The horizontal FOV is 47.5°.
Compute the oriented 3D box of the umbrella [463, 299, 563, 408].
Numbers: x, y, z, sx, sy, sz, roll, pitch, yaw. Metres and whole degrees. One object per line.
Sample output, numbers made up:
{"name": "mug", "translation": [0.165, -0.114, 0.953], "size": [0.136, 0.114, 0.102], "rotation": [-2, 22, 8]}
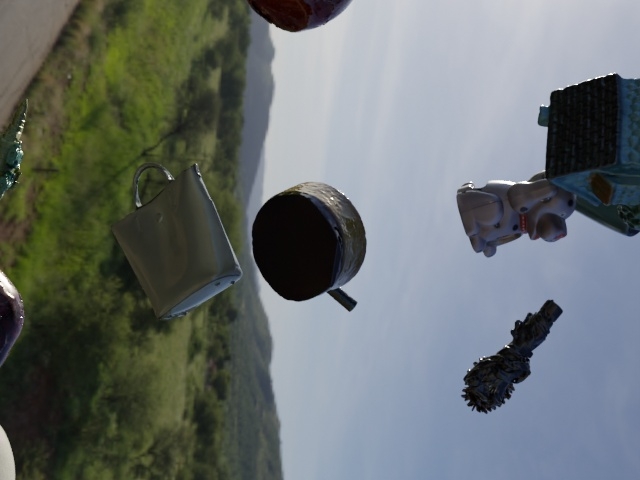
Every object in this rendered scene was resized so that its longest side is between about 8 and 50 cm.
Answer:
{"name": "umbrella", "translation": [0.359, 0.199, 1.311], "size": [0.224, 0.080, 0.071], "rotation": [-47, 175, -8]}

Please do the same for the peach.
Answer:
{"name": "peach", "translation": [-0.029, -0.479, 1.257], "size": [0.231, 0.230, 0.231], "rotation": [-177, -90, -83]}

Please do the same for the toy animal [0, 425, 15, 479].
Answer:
{"name": "toy animal", "translation": [-0.438, 0.248, 0.800], "size": [0.235, 0.187, 0.165], "rotation": [43, -21, 50]}

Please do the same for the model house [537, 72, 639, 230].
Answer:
{"name": "model house", "translation": [0.561, -0.175, 1.487], "size": [0.226, 0.241, 0.261], "rotation": [77, 23, -58]}

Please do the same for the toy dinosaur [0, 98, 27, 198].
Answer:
{"name": "toy dinosaur", "translation": [-0.703, -0.194, 1.617], "size": [0.259, 0.094, 0.153], "rotation": [-69, -163, 3]}

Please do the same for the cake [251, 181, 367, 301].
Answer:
{"name": "cake", "translation": [0.000, 0.000, 1.262], "size": [0.208, 0.178, 0.185], "rotation": [51, -58, 22]}

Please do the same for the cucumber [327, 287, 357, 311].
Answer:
{"name": "cucumber", "translation": [0.028, 0.114, 1.696], "size": [0.032, 0.133, 0.032], "rotation": [-47, -172, 9]}

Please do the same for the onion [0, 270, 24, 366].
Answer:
{"name": "onion", "translation": [-0.674, 0.149, 1.324], "size": [0.219, 0.252, 0.252], "rotation": [-23, -119, 53]}

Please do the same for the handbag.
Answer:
{"name": "handbag", "translation": [-0.301, -0.018, 1.423], "size": [0.315, 0.241, 0.109], "rotation": [61, 22, 10]}

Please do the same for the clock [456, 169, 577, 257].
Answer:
{"name": "clock", "translation": [0.451, -0.073, 1.619], "size": [0.189, 0.253, 0.189], "rotation": [44, 39, -50]}

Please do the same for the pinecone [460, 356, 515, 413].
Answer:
{"name": "pinecone", "translation": [0.325, 0.282, 1.403], "size": [0.109, 0.102, 0.102], "rotation": [-56, 168, -32]}

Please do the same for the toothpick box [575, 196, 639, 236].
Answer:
{"name": "toothpick box", "translation": [0.701, -0.091, 1.757], "size": [0.184, 0.120, 0.120], "rotation": [43, -43, 42]}
